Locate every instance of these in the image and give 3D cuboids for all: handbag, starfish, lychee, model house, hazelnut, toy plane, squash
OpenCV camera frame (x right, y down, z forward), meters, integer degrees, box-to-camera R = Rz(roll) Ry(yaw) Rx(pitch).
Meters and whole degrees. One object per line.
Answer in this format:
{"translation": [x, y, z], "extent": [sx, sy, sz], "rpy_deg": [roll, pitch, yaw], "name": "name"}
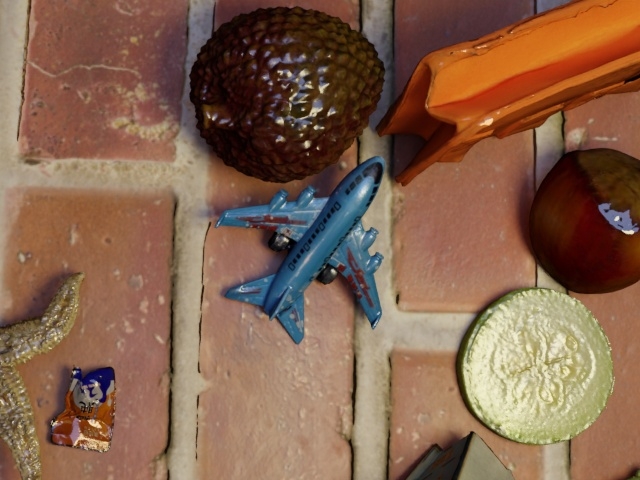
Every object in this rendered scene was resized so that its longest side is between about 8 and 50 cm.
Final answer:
{"translation": [0.293, -0.218, 1.457], "extent": [0.410, 0.303, 0.116], "rpy_deg": [-22, 85, -14], "name": "handbag"}
{"translation": [-0.465, 0.161, 1.379], "extent": [0.294, 0.084, 0.301], "rpy_deg": [9, 77, -4], "name": "starfish"}
{"translation": [-0.040, -0.191, 1.433], "extent": [0.271, 0.236, 0.235], "rpy_deg": [-27, 87, -26], "name": "lychee"}
{"translation": [0.144, 0.391, 1.403], "extent": [0.206, 0.271, 0.178], "rpy_deg": [-39, 94, 22], "name": "model house"}
{"translation": [0.381, -0.017, 1.513], "extent": [0.208, 0.208, 0.208], "rpy_deg": [1, 81, -10], "name": "hazelnut"}
{"translation": [0.000, 0.000, 1.459], "extent": [0.254, 0.105, 0.271], "rpy_deg": [34, 96, -11], "name": "toy plane"}
{"translation": [0.297, 0.175, 1.530], "extent": [0.219, 0.041, 0.219], "rpy_deg": [1, 81, -9], "name": "squash"}

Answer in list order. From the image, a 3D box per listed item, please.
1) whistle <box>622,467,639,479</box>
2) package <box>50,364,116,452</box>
{"translation": [0.383, 0.383, 1.492], "extent": [0.228, 0.085, 0.105], "rpy_deg": [-19, 76, -12], "name": "whistle"}
{"translation": [-0.301, 0.214, 1.425], "extent": [0.077, 0.033, 0.110], "rpy_deg": [7, 94, -32], "name": "package"}
